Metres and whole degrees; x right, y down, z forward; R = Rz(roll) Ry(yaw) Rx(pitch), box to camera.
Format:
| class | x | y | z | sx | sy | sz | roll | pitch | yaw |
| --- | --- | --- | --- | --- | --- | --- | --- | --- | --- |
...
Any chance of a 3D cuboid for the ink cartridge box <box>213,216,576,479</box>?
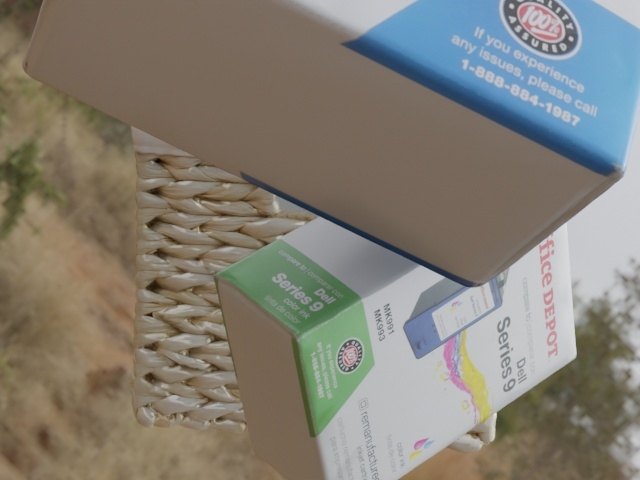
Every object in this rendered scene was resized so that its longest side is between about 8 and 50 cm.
| class | x | y | z | sx | sy | sz | roll | pitch | yaw |
| --- | --- | --- | --- | --- | --- | --- | --- | --- | --- |
| ink cartridge box | 0.054 | 0.049 | 0.942 | 0.093 | 0.212 | 0.154 | 32 | -37 | 43 |

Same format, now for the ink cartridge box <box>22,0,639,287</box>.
| class | x | y | z | sx | sy | sz | roll | pitch | yaw |
| --- | --- | --- | --- | --- | --- | --- | --- | --- | --- |
| ink cartridge box | 0.048 | -0.218 | 0.840 | 0.285 | 0.395 | 0.166 | 26 | -31 | -10 |

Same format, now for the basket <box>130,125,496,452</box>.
| class | x | y | z | sx | sy | sz | roll | pitch | yaw |
| --- | --- | --- | --- | --- | --- | --- | --- | --- | --- |
| basket | 0.000 | 0.000 | 1.319 | 0.328 | 0.266 | 0.331 | 5 | 14 | -3 |
